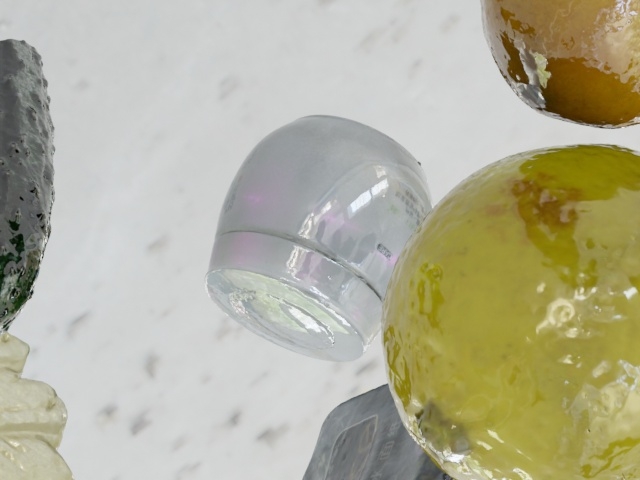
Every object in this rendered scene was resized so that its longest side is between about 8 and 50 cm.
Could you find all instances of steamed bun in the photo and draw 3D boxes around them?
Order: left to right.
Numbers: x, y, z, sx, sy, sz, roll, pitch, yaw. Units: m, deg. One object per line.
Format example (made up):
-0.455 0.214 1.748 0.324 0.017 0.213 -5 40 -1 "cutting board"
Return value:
-0.371 0.204 1.611 0.295 0.292 0.137 37 123 -27 "steamed bun"

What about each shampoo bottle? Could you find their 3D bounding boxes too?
0.000 0.000 2.175 0.273 0.273 0.266 79 31 -63 "shampoo bottle"

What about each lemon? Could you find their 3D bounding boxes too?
0.168 0.057 1.110 0.267 0.267 0.267 -32 155 -17 "lemon"

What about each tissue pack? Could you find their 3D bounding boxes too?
0.079 0.244 1.534 0.361 0.122 0.259 -31 -152 60 "tissue pack"

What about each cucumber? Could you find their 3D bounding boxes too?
-0.213 -0.037 1.105 0.081 0.303 0.072 -1 128 -12 "cucumber"

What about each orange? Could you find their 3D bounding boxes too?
0.170 -0.137 1.109 0.160 0.169 0.112 83 30 -70 "orange"
